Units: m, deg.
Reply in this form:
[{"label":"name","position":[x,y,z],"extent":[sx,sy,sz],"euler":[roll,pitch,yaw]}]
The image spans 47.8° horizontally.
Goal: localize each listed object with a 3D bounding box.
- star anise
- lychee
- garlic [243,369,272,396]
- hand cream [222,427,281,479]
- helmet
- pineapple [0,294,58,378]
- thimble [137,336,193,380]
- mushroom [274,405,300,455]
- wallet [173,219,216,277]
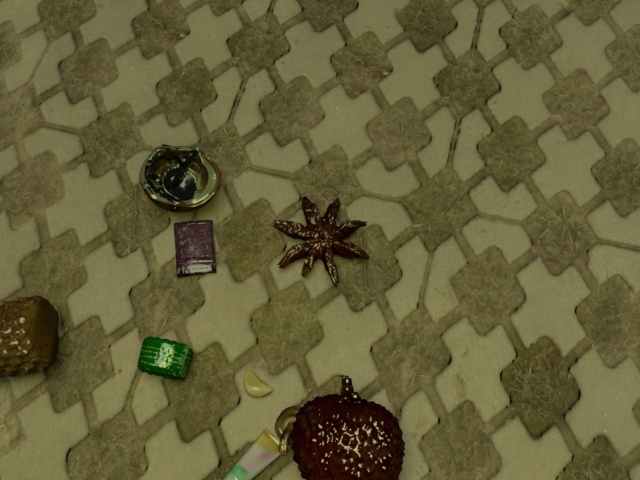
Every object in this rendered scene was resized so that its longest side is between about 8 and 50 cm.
[{"label":"star anise","position":[0.000,0.001,1.967],"extent":[0.288,0.088,0.289],"euler":[-1,67,3]},{"label":"lychee","position":[0.063,0.462,1.655],"extent":[0.264,0.264,0.300],"euler":[-4,83,0]},{"label":"garlic","position":[-0.166,0.366,1.828],"extent":[0.053,0.041,0.083],"euler":[-38,62,-20]},{"label":"hand cream","position":[-0.168,0.540,1.748],"extent":[0.076,0.047,0.174],"euler":[40,63,19]},{"label":"helmet","position":[-0.394,-0.162,2.031],"extent":[0.224,0.130,0.199],"euler":[16,68,-2]},{"label":"pineapple","position":[-0.843,0.263,1.820],"extent":[0.361,0.202,0.202],"euler":[-13,65,4]},{"label":"thimble","position":[-0.390,0.299,1.825],"extent":[0.130,0.118,0.090],"euler":[4,68,24]},{"label":"mushroom","position":[-0.075,0.470,1.756],"extent":[0.088,0.073,0.130],"euler":[6,48,16]},{"label":"wallet","position":[-0.348,0.019,1.999],"extent":[0.111,0.030,0.166],"euler":[-9,65,-1]}]
